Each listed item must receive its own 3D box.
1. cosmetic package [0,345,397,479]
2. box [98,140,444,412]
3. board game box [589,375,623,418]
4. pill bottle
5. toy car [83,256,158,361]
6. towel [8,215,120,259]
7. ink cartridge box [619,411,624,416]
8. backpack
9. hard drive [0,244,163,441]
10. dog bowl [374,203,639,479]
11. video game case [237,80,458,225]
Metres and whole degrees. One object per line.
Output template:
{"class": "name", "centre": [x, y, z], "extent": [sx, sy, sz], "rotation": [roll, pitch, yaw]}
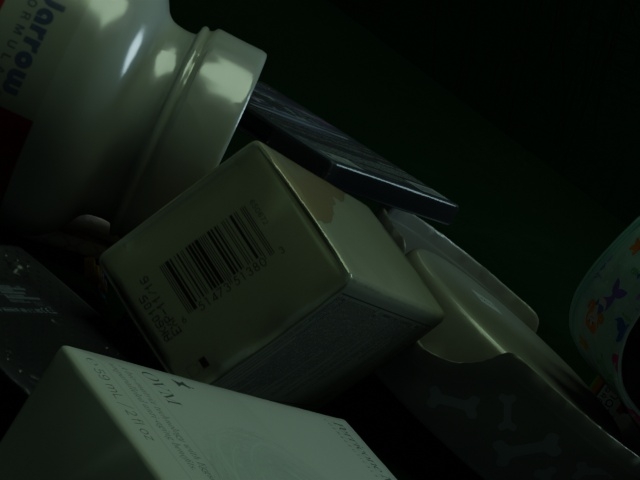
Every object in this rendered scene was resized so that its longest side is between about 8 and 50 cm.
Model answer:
{"class": "cosmetic package", "centre": [-0.037, 0.189, 0.965], "extent": [0.225, 0.138, 0.224], "rotation": [21, 17, -45]}
{"class": "box", "centre": [-0.025, 0.038, 1.356], "extent": [0.121, 0.148, 0.311], "rotation": [56, 7, 14]}
{"class": "board game box", "centre": [0.559, 0.151, 1.995], "extent": [0.356, 0.356, 0.356], "rotation": [38, 15, 22]}
{"class": "pill bottle", "centre": [-0.259, -0.145, 1.353], "extent": [0.408, 0.229, 0.229], "rotation": [24, 14, -5]}
{"class": "toy car", "centre": [-0.137, 0.051, 1.413], "extent": [0.122, 0.060, 0.040], "rotation": [58, -4, 47]}
{"class": "towel", "centre": [-0.171, -0.037, 1.651], "extent": [0.317, 0.053, 0.332], "rotation": [24, 16, -32]}
{"class": "ink cartridge box", "centre": [0.350, 0.226, 1.827], "extent": [0.143, 0.090, 0.092], "rotation": [35, 13, 10]}
{"class": "backpack", "centre": [0.342, 0.073, 1.599], "extent": [0.253, 0.225, 0.191], "rotation": [39, 8, -36]}
{"class": "hard drive", "centre": [-0.172, 0.090, 1.185], "extent": [0.255, 0.054, 0.172], "rotation": [40, 15, 24]}
{"class": "dog bowl", "centre": [0.151, 0.116, 1.628], "extent": [0.349, 0.102, 0.349], "rotation": [42, 8, -7]}
{"class": "video game case", "centre": [-0.026, -0.101, 1.667], "extent": [0.274, 0.026, 0.196], "rotation": [34, 11, 37]}
